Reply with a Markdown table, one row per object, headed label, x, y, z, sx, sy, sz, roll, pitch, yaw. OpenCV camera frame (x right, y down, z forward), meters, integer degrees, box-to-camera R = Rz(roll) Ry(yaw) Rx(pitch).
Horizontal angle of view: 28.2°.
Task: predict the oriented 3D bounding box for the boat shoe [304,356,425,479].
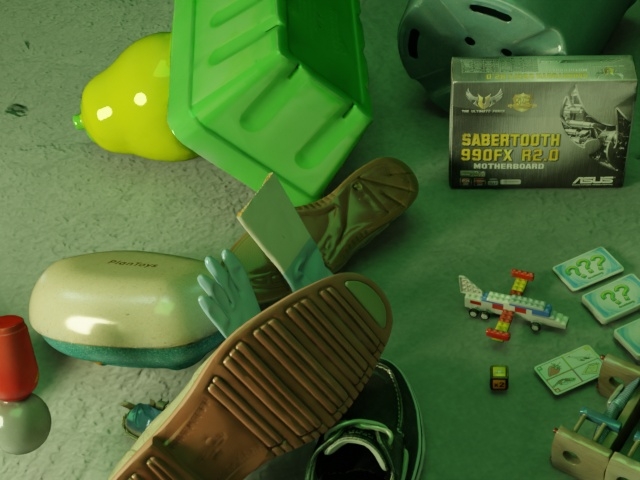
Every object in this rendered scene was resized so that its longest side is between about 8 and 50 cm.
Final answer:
| label | x | y | z | sx | sy | sz | roll | pitch | yaw |
| --- | --- | --- | --- | --- | --- | --- | --- | --- | --- |
| boat shoe | 0.046 | 0.240 | 1.321 | 0.121 | 0.119 | 0.335 | 2 | 46 | 6 |

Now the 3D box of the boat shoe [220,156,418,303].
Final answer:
| label | x | y | z | sx | sy | sz | roll | pitch | yaw |
| --- | --- | --- | --- | --- | --- | --- | --- | --- | --- |
| boat shoe | 0.000 | 0.000 | 1.597 | 0.285 | 0.089 | 0.104 | -29 | 76 | -19 |

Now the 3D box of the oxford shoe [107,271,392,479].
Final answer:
| label | x | y | z | sx | sy | sz | roll | pitch | yaw |
| --- | --- | --- | --- | --- | --- | --- | --- | --- | --- |
| oxford shoe | -0.093 | 0.177 | 1.329 | 0.397 | 0.146 | 0.140 | -40 | 98 | -14 |

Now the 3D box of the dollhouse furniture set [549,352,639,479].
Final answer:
| label | x | y | z | sx | sy | sz | roll | pitch | yaw |
| --- | --- | --- | --- | --- | --- | --- | --- | --- | --- |
| dollhouse furniture set | 0.329 | 0.164 | 1.327 | 0.129 | 0.184 | 0.129 | 23 | 52 | 25 |

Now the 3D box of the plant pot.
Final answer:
| label | x | y | z | sx | sy | sz | roll | pitch | yaw |
| --- | --- | --- | --- | --- | --- | --- | --- | --- | --- |
| plant pot | 0.283 | -0.353 | 1.761 | 0.341 | 0.341 | 0.334 | 16 | 57 | 19 |

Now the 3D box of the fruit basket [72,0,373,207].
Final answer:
| label | x | y | z | sx | sy | sz | roll | pitch | yaw |
| --- | --- | --- | --- | --- | --- | --- | --- | --- | --- |
| fruit basket | -0.134 | -0.200 | 1.725 | 0.392 | 0.283 | 0.392 | -35 | 37 | 32 |

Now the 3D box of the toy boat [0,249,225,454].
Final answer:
| label | x | y | z | sx | sy | sz | roll | pitch | yaw |
| --- | --- | --- | --- | --- | --- | --- | --- | --- | --- |
| toy boat | -0.256 | 0.115 | 1.436 | 0.267 | 0.148 | 0.318 | 7 | 21 | 32 |

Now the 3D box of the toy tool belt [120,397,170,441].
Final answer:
| label | x | y | z | sx | sy | sz | roll | pitch | yaw |
| --- | --- | --- | --- | --- | --- | --- | --- | --- | --- |
| toy tool belt | -0.182 | 0.203 | 1.424 | 0.083 | 0.051 | 0.052 | 9 | 47 | 13 |

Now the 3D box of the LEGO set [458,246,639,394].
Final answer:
| label | x | y | z | sx | sy | sz | roll | pitch | yaw |
| --- | --- | --- | --- | --- | --- | --- | --- | --- | --- |
| LEGO set | 0.282 | 0.087 | 1.498 | 0.244 | 0.060 | 0.182 | -21 | 44 | -15 |

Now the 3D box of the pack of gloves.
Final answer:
| label | x | y | z | sx | sy | sz | roll | pitch | yaw |
| --- | --- | --- | --- | --- | --- | --- | --- | --- | --- |
| pack of gloves | -0.054 | 0.073 | 1.448 | 0.046 | 0.232 | 0.195 | -10 | 34 | 39 |

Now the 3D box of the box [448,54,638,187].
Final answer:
| label | x | y | z | sx | sy | sz | roll | pitch | yaw |
| --- | --- | --- | --- | --- | --- | --- | --- | --- | --- |
| box | 0.282 | -0.150 | 1.641 | 0.231 | 0.183 | 0.056 | 0 | 46 | 4 |
